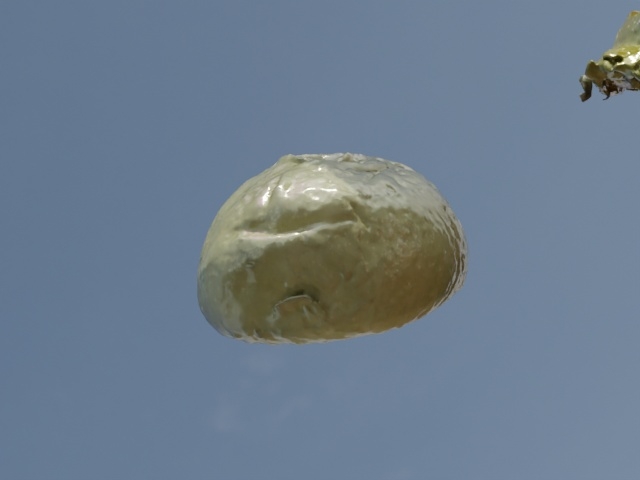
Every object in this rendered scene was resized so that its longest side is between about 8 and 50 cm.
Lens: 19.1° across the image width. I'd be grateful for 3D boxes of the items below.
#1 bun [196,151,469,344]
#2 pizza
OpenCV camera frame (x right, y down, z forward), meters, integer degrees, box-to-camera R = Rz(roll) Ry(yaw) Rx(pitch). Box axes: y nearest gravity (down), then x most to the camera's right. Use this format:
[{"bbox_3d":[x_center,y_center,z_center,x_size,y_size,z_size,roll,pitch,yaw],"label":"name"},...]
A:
[{"bbox_3d":[0.000,0.000,1.597,0.244,0.244,0.153,-18,-83,-36],"label":"bun"},{"bbox_3d":[0.312,-0.152,1.435,0.288,0.280,0.075,-10,-84,-42],"label":"pizza"}]
